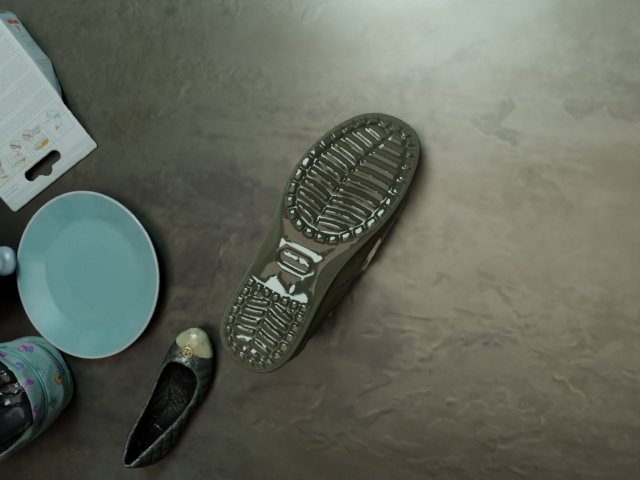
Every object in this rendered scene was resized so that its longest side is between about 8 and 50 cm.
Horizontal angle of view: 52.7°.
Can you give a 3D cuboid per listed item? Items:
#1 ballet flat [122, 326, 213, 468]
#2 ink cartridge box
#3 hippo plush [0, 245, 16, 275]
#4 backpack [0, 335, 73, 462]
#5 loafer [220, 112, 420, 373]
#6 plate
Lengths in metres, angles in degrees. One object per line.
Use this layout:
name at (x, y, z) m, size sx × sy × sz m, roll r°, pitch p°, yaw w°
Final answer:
ballet flat at (-0.161, 0.173, 0.693) m, size 0.057 × 0.049 × 0.173 m, roll 27°, pitch 101°, yaw 13°
ink cartridge box at (-0.354, -0.147, 0.746) m, size 0.145 × 0.045 × 0.179 m, roll -33°, pitch 102°, yaw 16°
hippo plush at (-0.460, -0.006, 0.713) m, size 0.236 × 0.234 × 0.294 m, roll 32°, pitch 135°, yaw -15°
backpack at (-0.377, 0.181, 0.728) m, size 0.182 × 0.115 × 0.152 m, roll -28°, pitch 97°, yaw 16°
loafer at (0.000, 0.000, 0.613) m, size 0.102 × 0.092 × 0.269 m, roll 34°, pitch 87°, yaw 10°
plate at (-0.259, 0.038, 0.728) m, size 0.188 × 0.024 × 0.188 m, roll 1°, pitch 94°, yaw 18°
